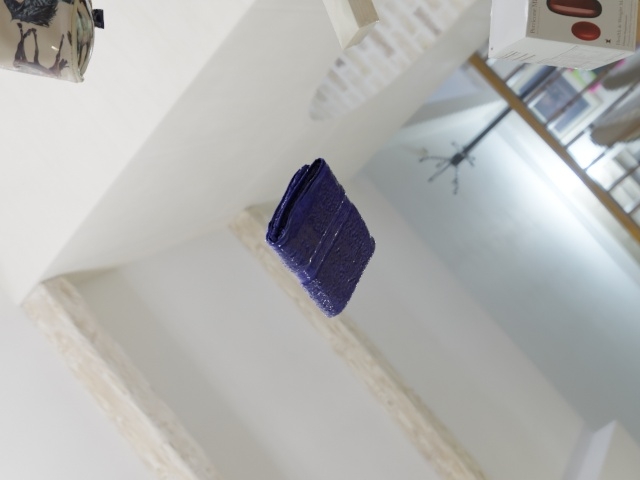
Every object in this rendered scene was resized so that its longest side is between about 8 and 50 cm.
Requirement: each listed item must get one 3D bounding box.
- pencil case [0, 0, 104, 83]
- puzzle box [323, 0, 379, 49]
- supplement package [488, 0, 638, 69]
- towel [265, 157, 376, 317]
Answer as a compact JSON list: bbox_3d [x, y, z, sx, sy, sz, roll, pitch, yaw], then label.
[{"bbox_3d":[-0.596,-0.399,1.474,0.410,0.184,0.160,10,-179,-1],"label":"pencil case"},{"bbox_3d":[0.014,-0.646,1.890,0.272,0.052,0.409,-145,33,-83],"label":"puzzle box"},{"bbox_3d":[0.415,-0.410,1.446,0.203,0.194,0.149,4,179,-13],"label":"supplement package"},{"bbox_3d":[0.000,0.000,1.805,0.228,0.076,0.308,-60,-40,-22],"label":"towel"}]
